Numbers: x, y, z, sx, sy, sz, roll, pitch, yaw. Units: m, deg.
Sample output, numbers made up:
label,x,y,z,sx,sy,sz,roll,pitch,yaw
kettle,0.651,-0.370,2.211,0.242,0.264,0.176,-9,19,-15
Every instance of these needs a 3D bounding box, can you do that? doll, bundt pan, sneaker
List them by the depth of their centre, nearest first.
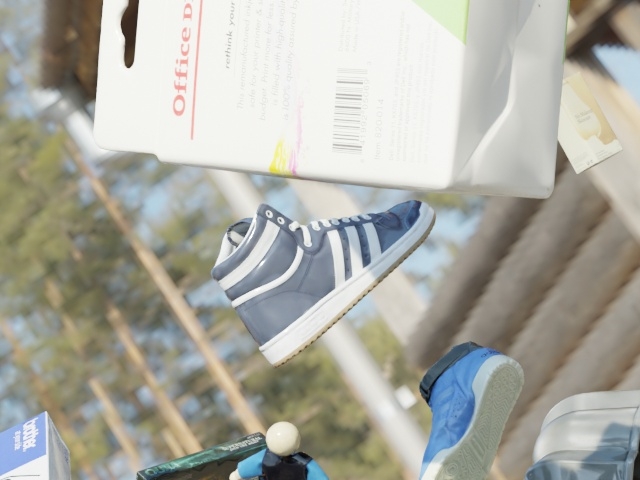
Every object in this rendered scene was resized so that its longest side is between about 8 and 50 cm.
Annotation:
label,x,y,z,sx,sy,sz,roll,pitch,yaw
sneaker,0.115,0.161,1.642,0.058,0.084,0.152,22,-87,-33
bundt pan,0.290,0.308,1.997,0.124,0.330,0.331,5,-5,18
sneaker,0.000,0.000,2.059,0.282,0.153,0.099,-41,3,-34
doll,-0.039,0.275,2.073,0.046,0.129,0.189,-58,-27,-44

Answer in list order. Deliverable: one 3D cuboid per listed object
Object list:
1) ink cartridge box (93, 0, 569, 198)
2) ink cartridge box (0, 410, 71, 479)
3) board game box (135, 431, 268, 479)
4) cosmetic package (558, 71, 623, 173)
label,x,y,z,sx,sy,sz,roll,pitch,yaw
ink cartridge box,-0.001,-0.146,1.328,0.353,0.207,0.119,8,5,43
ink cartridge box,-0.242,0.206,1.435,0.097,0.046,0.207,-26,18,0
board game box,-0.148,0.311,2.270,0.186,0.026,0.126,-13,-54,-38
cosmetic package,0.324,-0.148,2.351,0.060,0.115,0.041,-27,-3,-41
